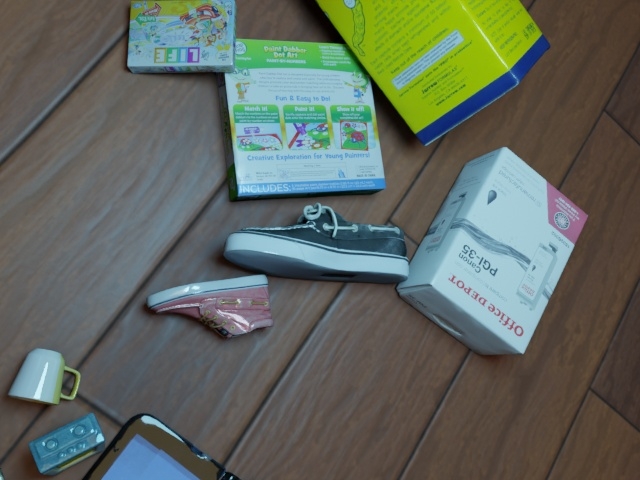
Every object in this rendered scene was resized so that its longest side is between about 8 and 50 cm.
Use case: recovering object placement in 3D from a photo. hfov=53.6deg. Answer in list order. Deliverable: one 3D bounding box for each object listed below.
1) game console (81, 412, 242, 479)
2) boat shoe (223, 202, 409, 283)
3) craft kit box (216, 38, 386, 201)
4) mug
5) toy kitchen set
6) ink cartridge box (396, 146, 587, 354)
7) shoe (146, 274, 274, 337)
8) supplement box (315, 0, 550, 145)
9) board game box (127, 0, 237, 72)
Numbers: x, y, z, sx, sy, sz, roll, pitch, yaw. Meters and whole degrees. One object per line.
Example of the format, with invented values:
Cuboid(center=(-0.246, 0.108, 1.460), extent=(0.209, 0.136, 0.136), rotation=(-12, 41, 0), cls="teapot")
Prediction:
Cuboid(center=(-0.207, 0.409, 0.780), extent=(0.293, 0.250, 0.173), rotation=(-54, 129, -20), cls="game console")
Cuboid(center=(0.002, -0.001, 0.955), extent=(0.307, 0.113, 0.104), rotation=(6, 73, -23), cls="boat shoe")
Cuboid(center=(-0.032, -0.190, 1.002), extent=(0.250, 0.061, 0.246), rotation=(-4, 85, -22), cls="craft kit box")
Cuboid(center=(-0.358, 0.177, 0.820), extent=(0.062, 0.078, 0.064), rotation=(4, 68, 12), cls="mug")
Cuboid(center=(-0.308, 0.332, 0.742), extent=(0.166, 0.122, 0.207), rotation=(-23, 73, -24), cls="toy kitchen set")
Cuboid(center=(0.290, 0.023, 1.060), extent=(0.207, 0.117, 0.283), rotation=(36, 70, -13), cls="ink cartridge box")
Cuboid(center=(-0.152, 0.101, 0.901), extent=(0.178, 0.063, 0.081), rotation=(-7, 79, -27), cls="shoe")
Cuboid(center=(0.162, -0.369, 1.002), extent=(0.356, 0.195, 0.194), rotation=(52, 45, -7), cls="supplement box")
Cuboid(center=(-0.203, -0.301, 0.934), extent=(0.154, 0.026, 0.103), rotation=(0, 81, 2), cls="board game box")
